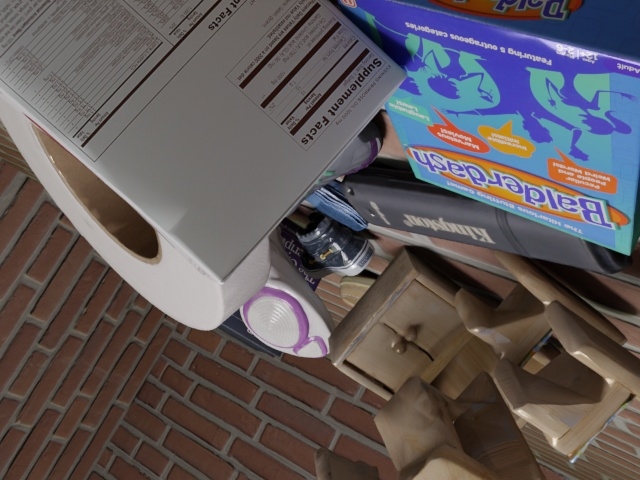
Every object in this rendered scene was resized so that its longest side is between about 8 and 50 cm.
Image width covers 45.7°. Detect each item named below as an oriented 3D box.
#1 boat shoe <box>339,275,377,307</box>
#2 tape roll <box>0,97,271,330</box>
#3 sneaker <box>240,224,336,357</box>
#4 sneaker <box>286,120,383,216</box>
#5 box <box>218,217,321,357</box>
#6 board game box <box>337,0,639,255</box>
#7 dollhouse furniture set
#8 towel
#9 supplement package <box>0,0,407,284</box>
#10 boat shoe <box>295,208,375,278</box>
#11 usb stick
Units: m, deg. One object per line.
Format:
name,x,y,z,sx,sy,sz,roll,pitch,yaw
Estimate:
boat shoe,0.153,0.152,1.152,0.302,0.098,0.109,29,168,1
tape roll,-0.207,-0.076,0.778,0.392,0.072,0.392,38,153,23
sneaker,-0.071,0.022,0.994,0.114,0.152,0.305,-28,110,38
sneaker,-0.016,-0.058,0.680,0.083,0.098,0.224,32,168,-10
box,-0.137,0.026,1.104,0.261,0.184,0.103,34,168,-22
board game box,0.111,-0.076,0.435,0.160,0.047,0.210,23,167,28
dollhouse furniture set,0.167,0.206,0.786,0.256,0.362,0.394,34,-165,-16
towel,0.003,-0.050,0.839,0.119,0.029,0.067,31,169,-8
supplement package,-0.089,-0.094,0.465,0.203,0.149,0.194,42,173,-4
boat shoe,0.000,0.000,0.995,0.083,0.065,0.183,42,163,-15
usb stick,0.123,-0.024,0.629,0.077,0.045,0.278,37,166,-37
